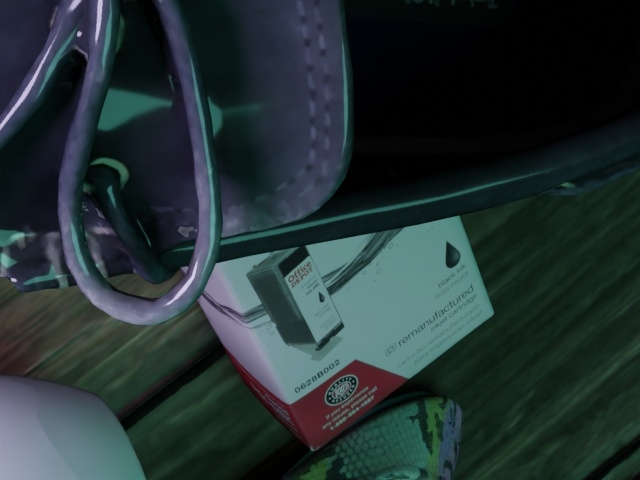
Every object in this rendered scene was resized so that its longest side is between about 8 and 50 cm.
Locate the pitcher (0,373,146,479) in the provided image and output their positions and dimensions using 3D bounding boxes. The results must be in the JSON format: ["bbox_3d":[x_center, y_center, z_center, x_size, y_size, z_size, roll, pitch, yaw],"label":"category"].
[{"bbox_3d":[-0.154,0.146,0.499,0.207,0.125,0.178,-17,100,-23],"label":"pitcher"}]

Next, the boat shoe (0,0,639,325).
[{"bbox_3d":[-0.063,-0.075,0.383,0.500,0.156,0.187,-6,94,-32],"label":"boat shoe"}]

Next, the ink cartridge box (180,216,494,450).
[{"bbox_3d":[0.000,0.000,0.584,0.099,0.056,0.135,-37,133,-13],"label":"ink cartridge box"}]

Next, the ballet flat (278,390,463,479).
[{"bbox_3d":[-0.012,0.143,0.649,0.221,0.079,0.077,-25,127,-23],"label":"ballet flat"}]
